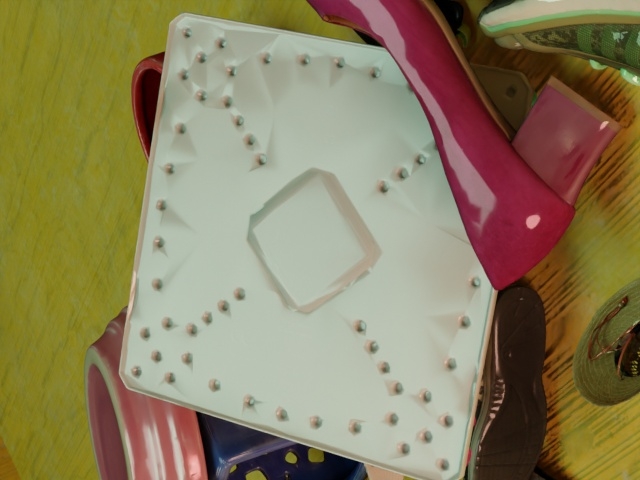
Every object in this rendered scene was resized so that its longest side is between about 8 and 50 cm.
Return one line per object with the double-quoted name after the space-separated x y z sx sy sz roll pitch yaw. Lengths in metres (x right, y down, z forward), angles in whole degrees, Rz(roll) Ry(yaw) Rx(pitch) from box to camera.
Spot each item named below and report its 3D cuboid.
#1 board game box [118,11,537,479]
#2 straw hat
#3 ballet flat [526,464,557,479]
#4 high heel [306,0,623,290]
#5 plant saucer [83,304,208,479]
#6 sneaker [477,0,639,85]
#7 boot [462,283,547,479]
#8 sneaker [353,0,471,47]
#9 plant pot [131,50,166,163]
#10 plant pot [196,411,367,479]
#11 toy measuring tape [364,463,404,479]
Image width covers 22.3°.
0.000 0.000 1.579 0.390 0.050 0.390 14 99 27 "board game box"
0.289 0.099 1.411 0.061 0.144 0.144 35 162 -21 "straw hat"
0.209 0.225 1.694 0.049 0.057 0.173 -51 56 15 "ballet flat"
0.065 -0.127 1.427 0.377 0.127 0.181 36 99 17 "high heel"
-0.219 0.243 1.976 0.332 0.084 0.332 170 90 -71 "plant saucer"
0.264 -0.149 1.217 0.182 0.158 0.410 58 162 -17 "sneaker"
0.149 0.138 1.674 0.178 0.085 0.236 27 118 56 "boot"
0.045 -0.258 1.541 0.235 0.084 0.097 36 145 -13 "sneaker"
-0.101 -0.139 1.853 0.191 0.174 0.191 41 142 42 "plant pot"
-0.073 0.208 2.003 0.212 0.236 0.236 61 154 28 "plant pot"
0.058 0.107 1.632 0.121 0.121 0.330 122 138 -58 "toy measuring tape"
